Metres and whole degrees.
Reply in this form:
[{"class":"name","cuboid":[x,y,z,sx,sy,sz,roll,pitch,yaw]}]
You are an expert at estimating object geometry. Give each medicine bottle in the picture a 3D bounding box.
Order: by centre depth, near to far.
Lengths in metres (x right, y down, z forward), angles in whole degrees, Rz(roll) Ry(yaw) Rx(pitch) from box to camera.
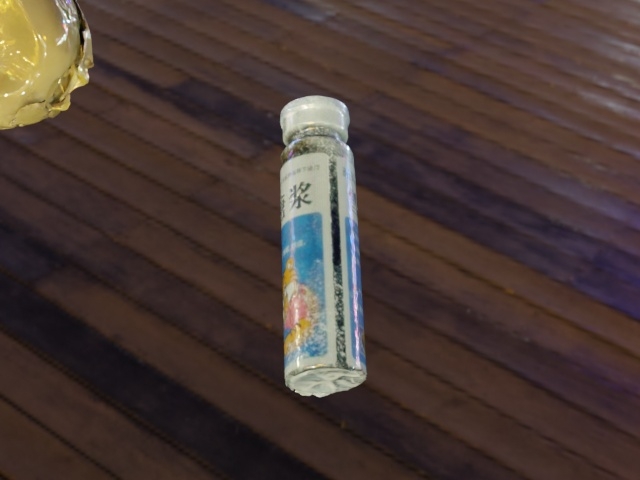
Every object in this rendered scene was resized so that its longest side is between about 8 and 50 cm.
[{"class":"medicine bottle","cuboid":[0.000,0.000,0.688,0.051,0.051,0.191,3,62,-10]}]

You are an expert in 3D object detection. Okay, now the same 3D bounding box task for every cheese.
[{"class":"cheese","cuboid":[-0.411,-0.263,1.265,0.316,0.259,0.128,34,1,-8]}]
